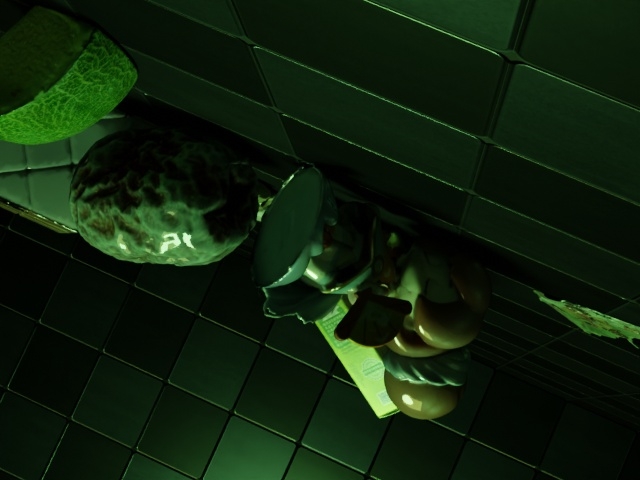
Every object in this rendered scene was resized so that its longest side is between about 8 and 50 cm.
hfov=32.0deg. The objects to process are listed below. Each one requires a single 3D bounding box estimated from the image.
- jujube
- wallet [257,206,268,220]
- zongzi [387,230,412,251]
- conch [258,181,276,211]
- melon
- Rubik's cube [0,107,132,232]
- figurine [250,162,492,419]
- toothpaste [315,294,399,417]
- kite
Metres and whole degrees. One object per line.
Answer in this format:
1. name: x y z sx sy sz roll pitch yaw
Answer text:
1. jujube: -0.239 -0.068 1.731 0.317 0.226 0.226 1 160 39
2. wallet: -0.111 -0.052 2.249 0.190 0.033 0.095 21 175 29
3. zongzi: 0.095 -0.001 1.833 0.104 0.052 0.113 18 162 31
4. conch: -0.186 -0.079 2.010 0.245 0.163 0.178 1 -164 29
5. melon: -0.329 -0.202 1.465 0.124 0.196 0.323 59 -175 5
6. Rubik's cube: -0.481 -0.156 1.907 0.221 0.231 0.224 26 172 -19
7. figurine: 0.088 0.076 1.650 0.388 0.277 0.248 24 141 -25
8. toothpaste: 0.058 0.124 1.812 0.077 0.110 0.327 -31 95 37
9. kite: 0.456 0.140 1.795 0.267 0.013 0.323 26 174 -9
